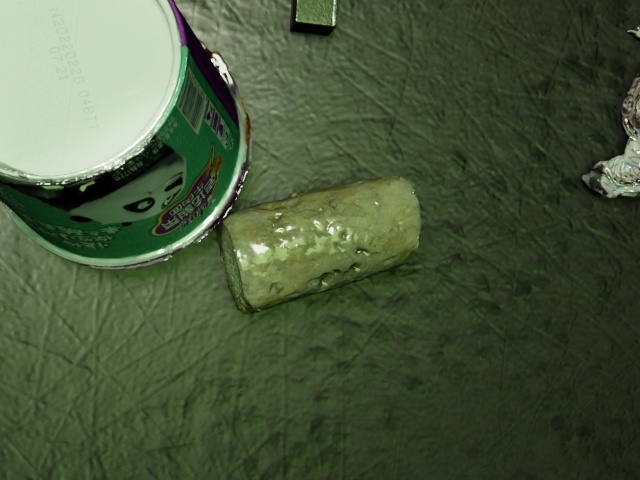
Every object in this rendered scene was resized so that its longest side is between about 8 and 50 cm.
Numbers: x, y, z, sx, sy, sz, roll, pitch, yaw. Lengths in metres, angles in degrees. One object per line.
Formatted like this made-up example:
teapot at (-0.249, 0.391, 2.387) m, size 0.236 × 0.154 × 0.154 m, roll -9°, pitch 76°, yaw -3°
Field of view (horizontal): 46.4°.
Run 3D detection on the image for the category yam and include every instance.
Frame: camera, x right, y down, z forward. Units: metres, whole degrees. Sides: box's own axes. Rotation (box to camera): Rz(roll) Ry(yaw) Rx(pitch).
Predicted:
yam at (0.000, 0.000, 0.748) m, size 0.194 × 0.107 × 0.107 m, roll -16°, pitch 96°, yaw -13°

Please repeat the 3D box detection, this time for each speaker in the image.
speaker at (-0.003, -0.313, 0.769) m, size 0.046 × 0.040 × 0.191 m, roll 3°, pitch 92°, yaw -13°

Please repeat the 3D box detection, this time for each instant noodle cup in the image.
instant noodle cup at (-0.190, -0.112, 0.622) m, size 0.251 × 0.190 × 0.251 m, roll 0°, pitch 79°, yaw 0°

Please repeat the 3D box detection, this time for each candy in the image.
candy at (0.371, -0.153, 0.855) m, size 0.094 × 0.051 × 0.226 m, roll 22°, pitch 88°, yaw 6°
